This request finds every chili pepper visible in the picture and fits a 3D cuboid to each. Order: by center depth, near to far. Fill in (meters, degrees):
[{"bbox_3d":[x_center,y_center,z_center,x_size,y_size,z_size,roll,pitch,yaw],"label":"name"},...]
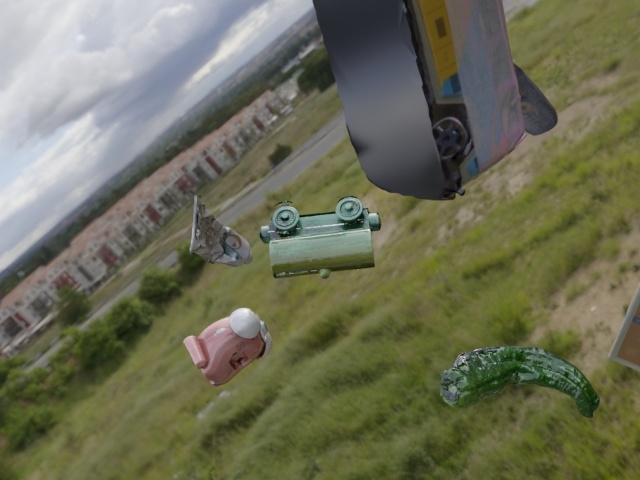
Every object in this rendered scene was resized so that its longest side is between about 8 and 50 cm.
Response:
[{"bbox_3d":[0.212,0.152,0.758,0.073,0.182,0.050,-103,21,-56],"label":"chili pepper"}]

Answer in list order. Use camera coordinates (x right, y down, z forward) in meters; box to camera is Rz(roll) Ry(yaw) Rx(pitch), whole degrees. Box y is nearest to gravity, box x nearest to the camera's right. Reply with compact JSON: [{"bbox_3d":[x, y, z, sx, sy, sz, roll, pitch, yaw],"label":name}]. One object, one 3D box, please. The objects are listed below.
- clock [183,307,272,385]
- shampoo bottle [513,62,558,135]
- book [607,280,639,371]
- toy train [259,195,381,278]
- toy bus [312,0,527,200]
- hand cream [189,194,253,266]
[{"bbox_3d":[-0.178,0.222,1.440,0.162,0.166,0.093,-31,58,-7],"label":"clock"},{"bbox_3d":[0.440,-0.327,1.552,0.087,0.233,0.049,-23,41,40],"label":"shampoo bottle"},{"bbox_3d":[0.611,0.137,1.177,0.018,0.170,0.242,-32,-42,-53],"label":"book"},{"bbox_3d":[-0.001,-0.003,1.702,0.307,0.126,0.190,-6,49,5],"label":"toy train"},{"bbox_3d":[0.105,-0.253,0.777,0.162,0.387,0.171,-32,28,-26],"label":"toy bus"},{"bbox_3d":[-0.160,-0.001,1.097,0.257,0.050,0.084,42,-125,-74],"label":"hand cream"}]
